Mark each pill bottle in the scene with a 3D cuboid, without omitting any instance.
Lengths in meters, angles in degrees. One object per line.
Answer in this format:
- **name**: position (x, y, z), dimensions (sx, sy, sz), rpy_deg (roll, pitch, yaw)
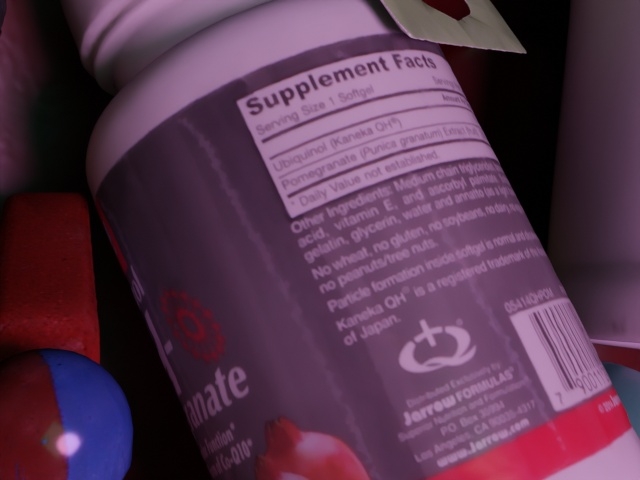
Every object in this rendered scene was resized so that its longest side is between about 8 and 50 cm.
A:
- **pill bottle**: position (0.000, 0.000, 0.496), dimensions (0.176, 0.176, 0.318), rpy_deg (-19, 76, -28)

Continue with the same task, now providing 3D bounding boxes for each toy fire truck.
- **toy fire truck**: position (-0.108, 0.135, 0.402), dimensions (0.170, 0.302, 0.253), rpy_deg (0, 108, -12)

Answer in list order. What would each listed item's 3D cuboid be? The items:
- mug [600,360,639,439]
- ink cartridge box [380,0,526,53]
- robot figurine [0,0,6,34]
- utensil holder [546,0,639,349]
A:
- **mug**: position (0.191, 0.163, 0.667), dimensions (0.157, 0.129, 0.097), rpy_deg (47, 70, -11)
- **ink cartridge box**: position (0.024, -0.199, 0.518), dimensions (0.235, 0.056, 0.171), rpy_deg (54, 26, 11)
- **robot figurine**: position (-0.228, -0.050, 0.415), dimensions (0.211, 0.085, 0.290), rpy_deg (6, 88, -30)
- **utensil holder**: position (0.297, -0.120, 0.622), dimensions (0.328, 0.328, 0.385), rpy_deg (8, 84, -29)
